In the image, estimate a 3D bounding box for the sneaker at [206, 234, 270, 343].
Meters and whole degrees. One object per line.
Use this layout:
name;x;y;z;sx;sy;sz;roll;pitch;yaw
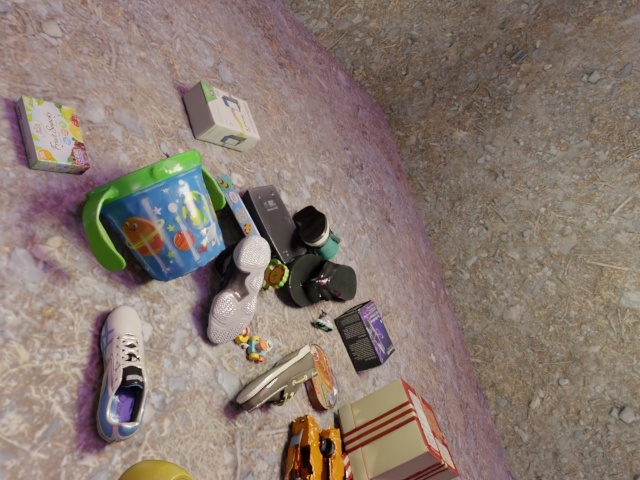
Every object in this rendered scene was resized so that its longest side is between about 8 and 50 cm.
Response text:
sneaker;-0.216;0.115;1.011;0.101;0.153;0.269;26;79;-28

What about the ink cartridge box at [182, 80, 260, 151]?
ink cartridge box;-0.308;-0.384;1.290;0.212;0.093;0.155;3;63;-61

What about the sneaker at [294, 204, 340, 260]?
sneaker;0.000;0.000;1.401;0.179;0.123;0.295;55;3;-23

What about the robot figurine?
robot figurine;-0.010;0.590;0.977;0.211;0.085;0.291;42;34;-34

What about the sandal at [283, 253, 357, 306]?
sandal;0.034;0.131;1.379;0.445;0.106;0.168;7;80;-58

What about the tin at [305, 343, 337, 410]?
tin;-0.008;0.400;1.196;0.106;0.040;0.190;14;55;-60

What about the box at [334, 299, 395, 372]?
box;0.161;0.340;1.459;0.153;0.108;0.207;-16;80;-63

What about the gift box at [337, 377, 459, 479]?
gift box;0.199;0.588;1.144;0.255;0.258;0.276;49;17;-29

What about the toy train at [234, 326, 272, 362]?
toy train;-0.171;0.228;1.051;0.166;0.046;0.125;58;28;-9

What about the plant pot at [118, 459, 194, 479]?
plant pot;-0.260;0.430;0.672;0.134;0.095;0.134;40;37;-38

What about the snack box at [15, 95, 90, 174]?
snack box;-0.531;-0.206;0.811;0.100;0.037;0.141;-4;70;-59

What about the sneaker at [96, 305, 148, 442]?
sneaker;-0.341;0.225;0.721;0.085;0.086;0.238;24;46;-48

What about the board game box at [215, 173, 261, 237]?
board game box;-0.221;-0.072;1.143;0.212;0.039;0.160;63;-8;-3

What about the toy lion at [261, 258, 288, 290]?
toy lion;-0.132;0.095;1.176;0.034;0.096;0.100;37;37;-41

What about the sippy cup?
sippy cup;-0.321;-0.044;0.860;0.305;0.240;0.224;-31;108;-24

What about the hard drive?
hard drive;-0.150;-0.051;1.316;0.255;0.054;0.172;63;28;-2

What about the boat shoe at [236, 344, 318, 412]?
boat shoe;-0.092;0.352;1.014;0.091;0.109;0.305;62;23;7

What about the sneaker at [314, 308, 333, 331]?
sneaker;0.006;0.257;1.345;0.098;0.038;0.069;44;31;-50

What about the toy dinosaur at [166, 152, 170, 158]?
toy dinosaur;-0.383;-0.176;1.062;0.090;0.047;0.082;24;46;-2
